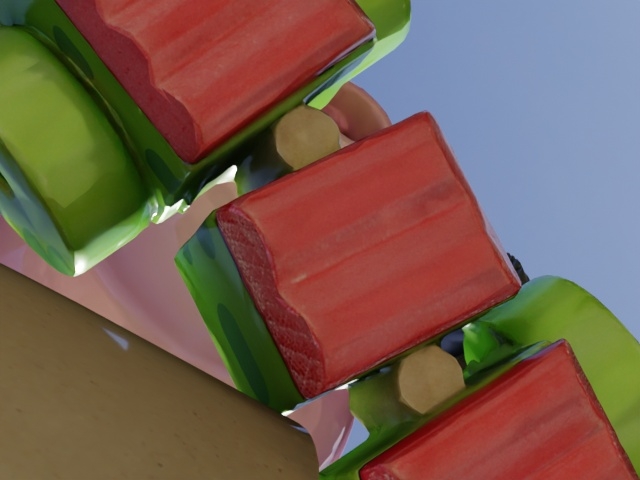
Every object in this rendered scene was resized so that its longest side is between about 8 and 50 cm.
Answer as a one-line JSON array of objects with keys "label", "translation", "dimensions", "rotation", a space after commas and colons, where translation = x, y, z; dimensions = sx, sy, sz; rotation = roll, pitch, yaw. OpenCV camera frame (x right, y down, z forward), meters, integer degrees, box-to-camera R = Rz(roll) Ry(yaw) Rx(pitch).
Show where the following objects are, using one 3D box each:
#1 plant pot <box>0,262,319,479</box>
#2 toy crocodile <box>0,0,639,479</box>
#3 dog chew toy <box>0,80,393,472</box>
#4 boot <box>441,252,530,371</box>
[{"label": "plant pot", "translation": [-0.186, 0.065, 0.374], "dimensions": [0.274, 0.256, 0.256], "rotation": [37, -150, -11]}, {"label": "toy crocodile", "translation": [0.000, 0.000, 0.439], "dimensions": [0.340, 0.115, 0.105], "rotation": [57, 162, 4]}, {"label": "dog chew toy", "translation": [-0.078, 0.058, 0.746], "dimensions": [0.207, 0.332, 0.206], "rotation": [27, -144, -21]}, {"label": "boot", "translation": [0.065, 0.054, 0.773], "dimensions": [0.045, 0.121, 0.099], "rotation": [-38, -68, -24]}]
